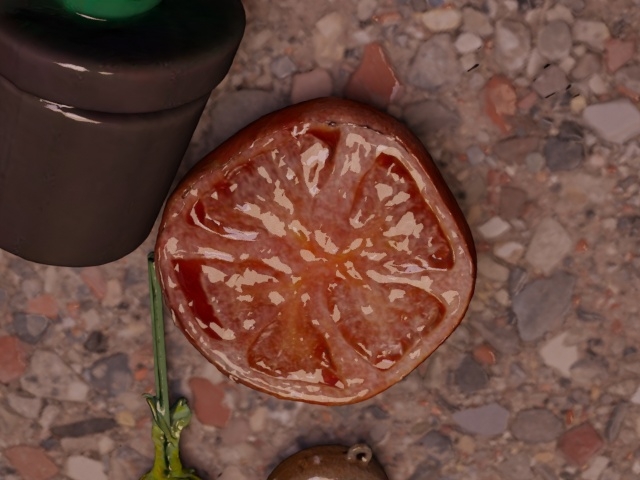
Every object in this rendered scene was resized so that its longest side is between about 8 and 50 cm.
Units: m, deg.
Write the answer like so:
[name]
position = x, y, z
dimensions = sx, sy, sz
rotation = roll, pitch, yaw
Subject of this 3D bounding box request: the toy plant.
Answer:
[toy plant]
position = -0.145, -0.175, 1.127
dimensions = 0.279, 0.185, 0.400
rotation = -2, 132, -27

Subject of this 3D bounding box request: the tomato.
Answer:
[tomato]
position = 0.000, 0.000, 1.284
dimensions = 0.236, 0.095, 0.237
rotation = 2, 116, 5

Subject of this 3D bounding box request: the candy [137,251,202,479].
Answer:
[candy]
position = -0.122, 0.135, 1.372
dimensions = 0.077, 0.073, 0.262
rotation = -7, 108, -15

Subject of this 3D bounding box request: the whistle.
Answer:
[whistle]
position = -0.012, 0.241, 1.415
dimensions = 0.107, 0.057, 0.220
rotation = 16, 119, -20
